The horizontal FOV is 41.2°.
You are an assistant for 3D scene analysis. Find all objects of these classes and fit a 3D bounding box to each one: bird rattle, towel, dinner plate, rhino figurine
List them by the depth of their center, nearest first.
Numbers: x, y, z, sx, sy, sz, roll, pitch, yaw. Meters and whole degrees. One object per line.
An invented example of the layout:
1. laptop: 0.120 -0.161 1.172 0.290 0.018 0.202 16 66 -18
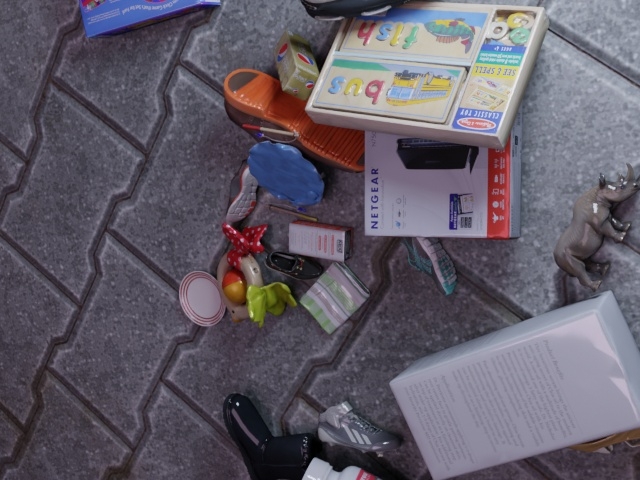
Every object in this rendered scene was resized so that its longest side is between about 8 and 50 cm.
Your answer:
1. rhino figurine: 0.517 -0.033 1.582 0.106 0.073 0.243 27 112 18
2. towel: 0.030 0.129 1.917 0.113 0.023 0.152 49 119 11
3. bird rattle: -0.184 0.087 1.971 0.207 0.143 0.253 -38 79 47
4. dinner plate: -0.288 0.142 2.098 0.141 0.017 0.141 6 104 27

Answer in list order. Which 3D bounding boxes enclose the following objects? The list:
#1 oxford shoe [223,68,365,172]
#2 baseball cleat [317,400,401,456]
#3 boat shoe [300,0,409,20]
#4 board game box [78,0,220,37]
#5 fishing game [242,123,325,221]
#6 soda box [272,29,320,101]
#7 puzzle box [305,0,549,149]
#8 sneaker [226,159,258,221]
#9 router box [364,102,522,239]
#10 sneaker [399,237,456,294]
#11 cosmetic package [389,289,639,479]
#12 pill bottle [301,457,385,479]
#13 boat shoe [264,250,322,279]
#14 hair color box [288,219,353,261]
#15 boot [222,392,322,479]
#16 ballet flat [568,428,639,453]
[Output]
1. oxford shoe: -0.046 -0.237 1.838 0.363 0.130 0.133 32 148 11
2. baseball cleat: 0.083 0.423 1.930 0.206 0.072 0.109 0 95 25
3. boat shoe: 0.111 -0.490 1.633 0.302 0.091 0.114 -2 68 9
4. board game box: -0.410 -0.615 1.949 0.347 0.078 0.233 -6 99 30
5. fishing game: -0.071 -0.148 1.839 0.189 0.041 0.264 13 142 26
6. soda box: -0.051 -0.363 1.760 0.058 0.181 0.061 22 121 -25
7. puzzle box: 0.191 -0.322 1.600 0.409 0.052 0.272 12 73 32
8. sneaker: -0.182 -0.116 1.967 0.065 0.061 0.158 50 123 41
9. router box: 0.237 -0.170 1.666 0.301 0.082 0.335 1 92 29
10. sneaker: 0.222 0.042 1.775 0.076 0.065 0.166 -33 77 39
11. cosmetic package: 0.392 0.290 1.675 0.453 0.161 0.230 -25 89 31
12. pill bottle: 0.102 0.606 1.870 0.318 0.176 0.176 24 113 9
13. boat shoe: -0.057 0.056 1.900 0.133 0.042 0.049 15 73 -14
14. hair color box: 0.000 0.000 1.891 0.141 0.043 0.072 10 106 28
15. boot: -0.104 0.467 2.027 0.207 0.094 0.246 -13 102 34
16. ballet flat: 0.571 0.377 1.650 0.232 0.080 0.073 -25 104 32
